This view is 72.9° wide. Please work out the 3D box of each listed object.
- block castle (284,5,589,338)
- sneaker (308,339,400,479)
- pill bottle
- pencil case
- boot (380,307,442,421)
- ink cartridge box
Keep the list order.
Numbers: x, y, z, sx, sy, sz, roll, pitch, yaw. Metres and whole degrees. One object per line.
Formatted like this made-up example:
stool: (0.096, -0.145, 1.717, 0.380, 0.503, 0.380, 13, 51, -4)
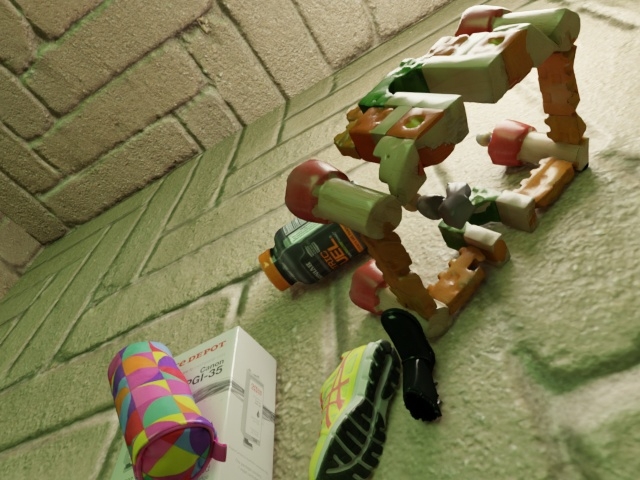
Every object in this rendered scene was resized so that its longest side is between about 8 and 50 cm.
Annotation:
block castle: (0.183, -0.113, 0.658, 0.453, 0.303, 0.213, -45, 38, -13)
sneaker: (0.033, 0.227, 0.570, 0.094, 0.081, 0.208, -16, 29, 43)
pill bottle: (0.000, 0.000, 0.853, 0.246, 0.130, 0.130, -34, 30, 5)
pencil case: (-0.212, 0.220, 0.568, 0.104, 0.104, 0.236, -45, 34, -14)
boot: (0.113, 0.156, 0.539, 0.045, 0.121, 0.099, -24, 27, 26)
ink cartridge box: (-0.183, 0.296, 0.643, 0.208, 0.117, 0.282, -28, 32, 15)
